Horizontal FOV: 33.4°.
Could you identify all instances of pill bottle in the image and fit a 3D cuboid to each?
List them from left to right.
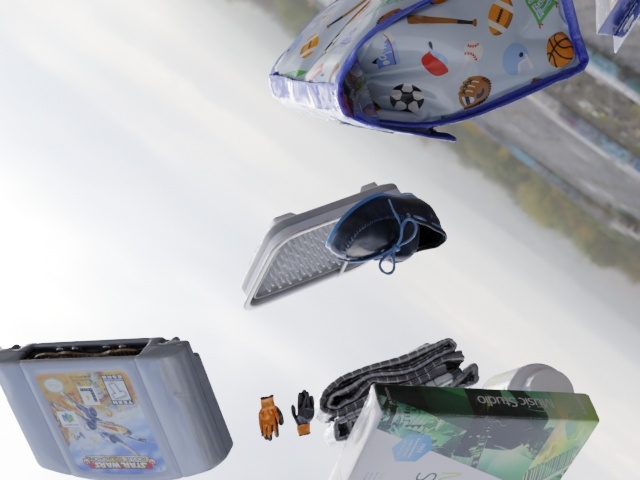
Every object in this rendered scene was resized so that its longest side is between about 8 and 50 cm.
[{"bbox_3d":[0.368,0.283,1.900,0.117,0.117,0.215,37,162,-2],"label":"pill bottle"}]

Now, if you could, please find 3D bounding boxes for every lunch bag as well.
[{"bbox_3d":[0.138,-0.276,1.573,0.328,0.385,0.239,28,139,66],"label":"lunch bag"}]

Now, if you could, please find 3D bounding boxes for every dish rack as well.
[{"bbox_3d":[0.000,0.000,2.058,0.072,0.333,0.285,57,147,19],"label":"dish rack"}]

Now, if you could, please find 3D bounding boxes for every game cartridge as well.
[{"bbox_3d":[-0.265,0.218,1.352,0.062,0.297,0.198,-50,-51,-56],"label":"game cartridge"}]

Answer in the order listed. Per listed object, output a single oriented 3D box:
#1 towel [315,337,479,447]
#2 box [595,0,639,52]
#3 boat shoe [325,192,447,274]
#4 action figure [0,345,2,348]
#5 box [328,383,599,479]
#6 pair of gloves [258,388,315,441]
[{"bbox_3d":[0.127,0.269,1.918,0.235,0.283,0.121,100,146,-74],"label":"towel"},{"bbox_3d":[0.498,-0.443,1.782,0.036,0.225,0.136,6,156,-4],"label":"box"},{"bbox_3d":[0.109,-0.016,1.515,0.089,0.109,0.258,43,-147,20],"label":"boat shoe"},{"bbox_3d":[-0.706,0.124,1.792,0.370,0.276,0.248,35,143,21],"label":"action figure"},{"bbox_3d":[0.186,0.294,1.441,0.322,0.232,0.058,4,-140,-21],"label":"box"},{"bbox_3d":[-0.047,0.247,1.503,0.083,0.074,0.010,-7,-159,-18],"label":"pair of gloves"}]
